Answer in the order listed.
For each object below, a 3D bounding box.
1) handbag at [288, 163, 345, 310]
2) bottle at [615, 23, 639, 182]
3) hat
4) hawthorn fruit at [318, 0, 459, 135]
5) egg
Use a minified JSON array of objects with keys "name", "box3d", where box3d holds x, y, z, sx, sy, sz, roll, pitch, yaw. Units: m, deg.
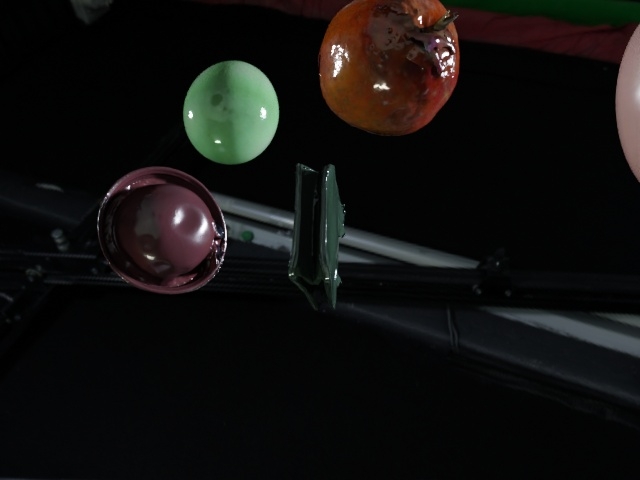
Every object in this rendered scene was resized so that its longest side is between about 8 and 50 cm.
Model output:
[{"name":"handbag","box3d":[0.002,0.000,1.135,0.079,0.260,0.247,-1,-111,9]},{"name":"bottle","box3d":[0.294,-0.063,0.246,0.173,0.206,0.297,-16,-169,-28]},{"name":"hat","box3d":[-0.223,-0.017,0.832,0.089,0.205,0.205,-15,-153,52]},{"name":"hawthorn fruit","box3d":[0.147,-0.348,1.045,0.276,0.307,0.276,4,-100,-20]},{"name":"egg","box3d":[-0.207,-0.304,1.319,0.220,0.220,0.270,6,-129,10]}]
